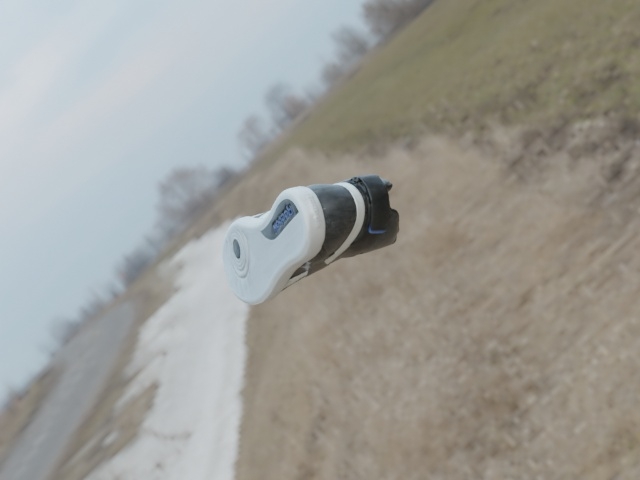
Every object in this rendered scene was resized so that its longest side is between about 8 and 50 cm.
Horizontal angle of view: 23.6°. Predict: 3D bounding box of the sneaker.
[{"bbox_3d":[0.000,0.000,1.345,0.121,0.079,0.217,-11,-8,-25],"label":"sneaker"}]
